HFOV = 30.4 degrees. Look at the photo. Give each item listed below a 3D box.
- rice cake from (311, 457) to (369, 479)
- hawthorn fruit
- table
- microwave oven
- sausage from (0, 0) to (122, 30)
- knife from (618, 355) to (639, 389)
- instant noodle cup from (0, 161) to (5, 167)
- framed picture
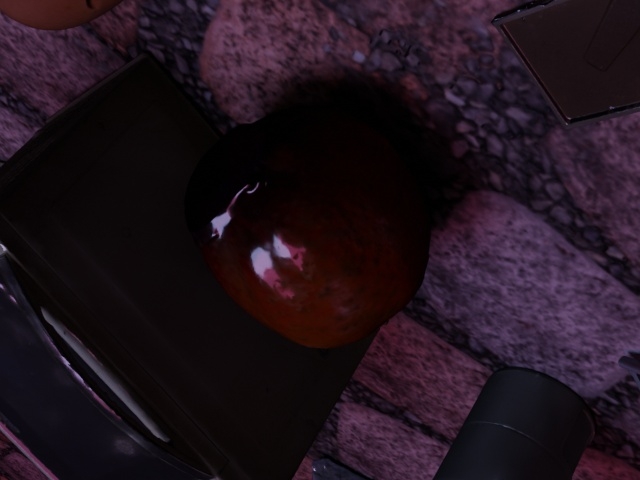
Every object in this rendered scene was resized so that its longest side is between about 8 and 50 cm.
[{"bbox_3d":[0.116,0.399,1.626,0.298,0.050,0.106,24,148,20],"label":"rice cake"},{"bbox_3d":[0.000,0.000,1.051,0.215,0.215,0.249,5,135,42],"label":"hawthorn fruit"},{"bbox_3d":[0.179,0.250,1.188,0.126,0.220,0.126,25,146,18],"label":"table"},{"bbox_3d":[-0.193,0.077,1.208,0.247,0.333,0.394,-23,114,43],"label":"microwave oven"},{"bbox_3d":[-0.173,-0.260,0.947,0.121,0.121,0.304,48,148,-18],"label":"sausage"},{"bbox_3d":[0.398,0.166,1.020,0.278,0.053,0.123,3,142,45],"label":"knife"},{"bbox_3d":[-0.418,0.055,1.555,0.264,0.200,0.264,25,146,18],"label":"instant noodle cup"},{"bbox_3d":[0.205,-0.135,0.840,0.149,0.011,0.109,-10,127,51],"label":"framed picture"}]
